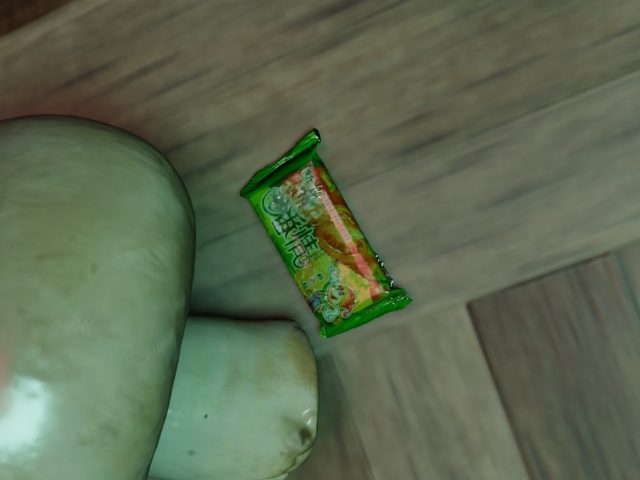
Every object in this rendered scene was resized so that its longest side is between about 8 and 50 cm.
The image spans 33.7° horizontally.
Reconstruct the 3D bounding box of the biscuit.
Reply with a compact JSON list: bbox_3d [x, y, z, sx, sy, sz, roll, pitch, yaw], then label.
[{"bbox_3d":[0.000,0.000,0.464,0.046,0.016,0.089,-32,81,16],"label":"biscuit"}]

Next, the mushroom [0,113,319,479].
[{"bbox_3d":[-0.094,0.057,0.426,0.204,0.204,0.204,0,91,18],"label":"mushroom"}]
